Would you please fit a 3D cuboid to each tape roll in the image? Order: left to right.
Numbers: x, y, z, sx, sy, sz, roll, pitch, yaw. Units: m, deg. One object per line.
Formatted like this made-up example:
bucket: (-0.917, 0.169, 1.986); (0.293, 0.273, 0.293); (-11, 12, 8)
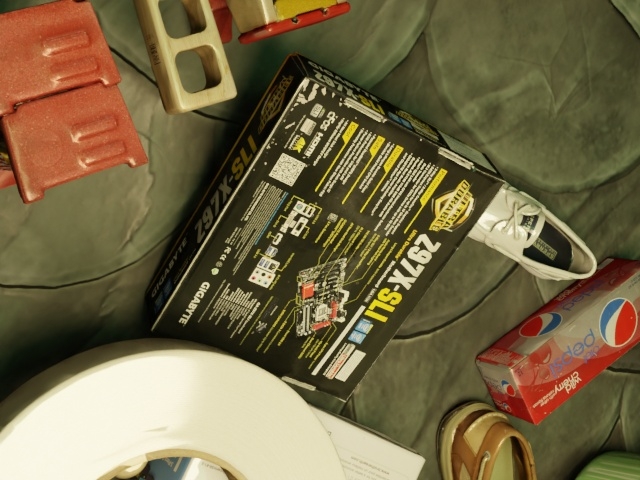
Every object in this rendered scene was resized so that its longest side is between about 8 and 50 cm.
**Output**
tape roll: (-0.155, 0.282, 0.848); (0.392, 0.072, 0.392); (-3, 96, -27)

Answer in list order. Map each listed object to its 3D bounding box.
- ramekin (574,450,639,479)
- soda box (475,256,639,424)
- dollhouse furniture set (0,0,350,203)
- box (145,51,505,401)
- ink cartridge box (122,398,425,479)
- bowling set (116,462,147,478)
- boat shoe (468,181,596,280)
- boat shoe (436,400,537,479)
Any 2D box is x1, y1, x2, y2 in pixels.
ramekin: (0.428, 0.427, 1.228); (0.303, 0.148, 0.303); (-5, 98, -46)
soda box: (0.337, 0.128, 1.234); (0.263, 0.083, 0.092); (-32, 107, -19)
dollhouse furniture set: (-0.166, -0.164, 0.907); (0.374, 0.201, 0.152); (-23, 104, -29)
box: (0.000, 0.000, 0.990); (0.257, 0.079, 0.322); (23, 112, -27)
ink cartridge box: (-0.099, 0.353, 1.003); (0.270, 0.151, 0.395); (29, 79, -25)
bowling set: (-0.322, 0.233, 0.910); (0.287, 0.154, 0.200); (-40, 92, -18)
boat shoe: (0.248, -0.025, 1.176); (0.258, 0.084, 0.095); (25, 84, -26)
boat shoe: (0.228, 0.371, 1.183); (0.123, 0.120, 0.324); (-18, 102, -23)
